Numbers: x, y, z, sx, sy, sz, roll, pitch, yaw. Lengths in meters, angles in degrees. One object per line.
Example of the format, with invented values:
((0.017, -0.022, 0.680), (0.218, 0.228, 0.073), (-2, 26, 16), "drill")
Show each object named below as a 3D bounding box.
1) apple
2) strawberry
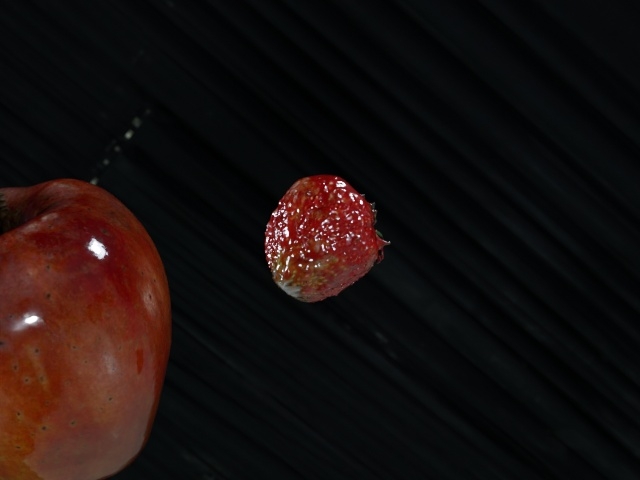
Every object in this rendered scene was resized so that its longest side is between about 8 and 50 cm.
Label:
((-0.210, 0.065, 0.808), (0.234, 0.234, 0.234), (-49, 7, 8), "apple")
((-0.001, 0.000, 0.900), (0.106, 0.106, 0.106), (-49, 7, 8), "strawberry")
